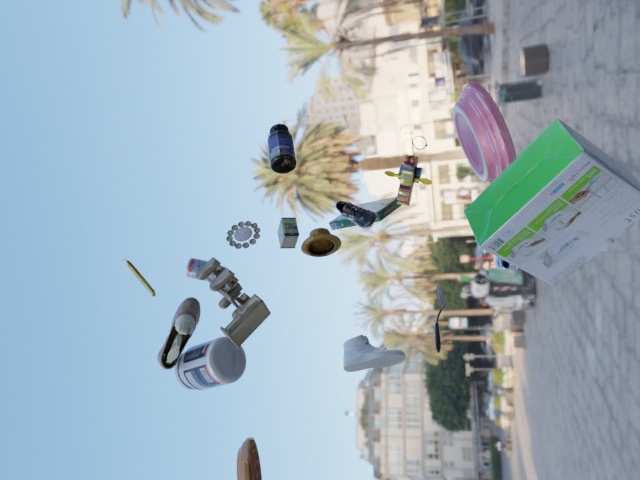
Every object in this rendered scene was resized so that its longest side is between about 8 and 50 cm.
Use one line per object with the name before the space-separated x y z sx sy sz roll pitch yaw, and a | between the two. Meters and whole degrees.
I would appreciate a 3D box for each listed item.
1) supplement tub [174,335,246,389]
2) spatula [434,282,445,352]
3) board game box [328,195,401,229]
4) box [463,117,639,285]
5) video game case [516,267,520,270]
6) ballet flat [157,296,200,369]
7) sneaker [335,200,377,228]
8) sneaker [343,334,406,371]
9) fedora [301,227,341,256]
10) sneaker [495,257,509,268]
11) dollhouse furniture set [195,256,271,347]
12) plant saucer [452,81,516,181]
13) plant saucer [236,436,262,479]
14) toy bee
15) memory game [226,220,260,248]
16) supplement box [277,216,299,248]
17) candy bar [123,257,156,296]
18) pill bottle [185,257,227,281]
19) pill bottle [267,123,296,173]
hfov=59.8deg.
supplement tub | -0.455 0.512 2.296 0.191 0.272 0.191 24 -125 -40
spatula | 0.475 0.311 2.224 0.084 0.030 0.297 53 -140 -46
board game box | 0.220 -0.133 2.678 0.213 0.317 0.046 -34 -73 -41
box | 0.469 -0.063 1.105 0.231 0.262 0.127 23 -145 -24
video game case | 0.770 -0.010 1.921 0.042 0.232 0.210 68 -165 -53
ballet flat | -0.570 0.388 2.275 0.316 0.107 0.106 -67 19 4
sneaker | 0.113 -0.091 1.899 0.077 0.178 0.072 25 -93 -40
sneaker | 0.245 0.508 2.611 0.169 0.292 0.108 -93 -9 -45
fedora | 0.000 0.000 2.443 0.194 0.194 0.079 58 -160 -57
sneaker | 0.735 0.048 2.212 0.059 0.053 0.144 -125 31 -71
dollhouse furniture set | -0.316 0.220 1.892 0.161 0.242 0.212 -46 -33 -17
plant saucer | 0.492 -0.313 1.707 0.332 0.084 0.332 -22 -90 -84
plant saucer | -0.183 0.612 1.433 0.200 0.037 0.200 172 90 -90
toy bee | 0.367 -0.300 2.367 0.162 0.195 0.299 -1 -97 -74
memory game | -0.399 -0.029 2.878 0.012 0.186 0.186 77 -163 -51
supplement box | -0.118 -0.027 2.035 0.083 0.056 0.083 111 152 -49
candy bar | -0.594 0.121 1.833 0.161 0.018 0.040 50 160 2
pill bottle | -0.486 0.130 2.377 0.087 0.160 0.087 11 -90 -88
pill bottle | -0.179 -0.424 2.553 0.123 0.122 0.219 59 -161 -56
